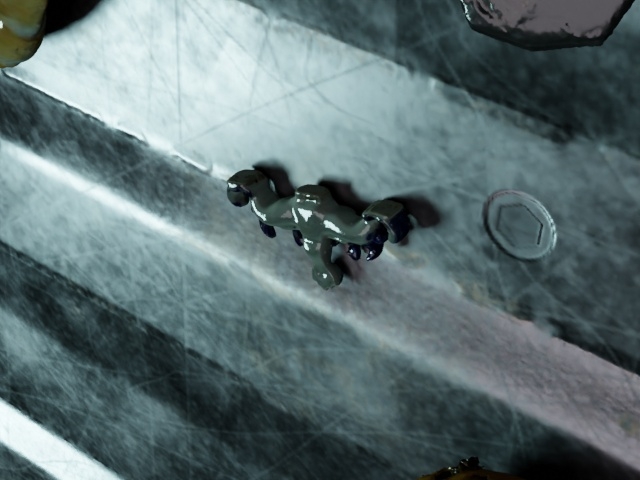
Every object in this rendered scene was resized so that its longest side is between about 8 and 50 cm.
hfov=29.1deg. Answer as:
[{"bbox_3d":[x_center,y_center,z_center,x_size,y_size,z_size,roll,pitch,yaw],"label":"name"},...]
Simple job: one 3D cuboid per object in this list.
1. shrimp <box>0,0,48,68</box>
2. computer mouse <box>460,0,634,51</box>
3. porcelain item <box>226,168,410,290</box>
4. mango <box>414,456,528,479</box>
[{"bbox_3d":[-0.266,-0.188,0.832,0.287,0.068,0.185,27,156,36],"label":"shrimp"},{"bbox_3d":[0.126,-0.153,0.543,0.099,0.057,0.172,49,128,4],"label":"computer mouse"},{"bbox_3d":[0.000,0.000,0.793,0.136,0.021,0.075,15,128,34],"label":"porcelain item"},{"bbox_3d":[0.122,0.259,0.778,0.156,0.151,0.248,-24,101,14],"label":"mango"}]
